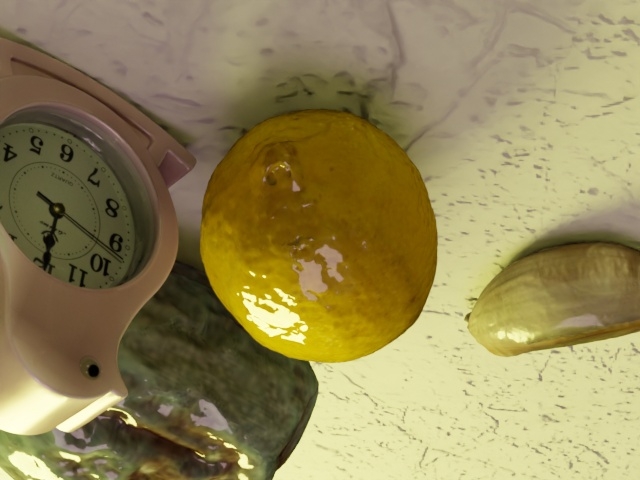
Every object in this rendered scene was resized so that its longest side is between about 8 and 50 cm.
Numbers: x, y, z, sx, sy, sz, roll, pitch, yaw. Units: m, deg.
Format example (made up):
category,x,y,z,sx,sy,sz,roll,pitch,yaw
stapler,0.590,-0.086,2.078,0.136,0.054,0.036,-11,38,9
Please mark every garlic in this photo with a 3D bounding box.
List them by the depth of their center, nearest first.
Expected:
category,x,y,z,sx,sy,sz,roll,pitch,yaw
garlic,0.216,0.054,1.346,0.195,0.087,0.101,-15,152,16

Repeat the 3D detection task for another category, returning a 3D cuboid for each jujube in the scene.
category,x,y,z,sx,sy,sz,roll,pitch,yaw
jujube,-0.151,0.134,1.351,0.308,0.215,0.246,36,107,-32

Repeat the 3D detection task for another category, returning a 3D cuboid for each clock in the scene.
category,x,y,z,sx,sy,sz,roll,pitch,yaw
clock,-0.240,-0.021,1.107,0.290,0.275,0.080,31,137,-28

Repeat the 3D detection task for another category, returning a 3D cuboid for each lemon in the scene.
category,x,y,z,sx,sy,sz,roll,pitch,yaw
lemon,0.000,0.000,1.195,0.188,0.188,0.257,-7,145,11
